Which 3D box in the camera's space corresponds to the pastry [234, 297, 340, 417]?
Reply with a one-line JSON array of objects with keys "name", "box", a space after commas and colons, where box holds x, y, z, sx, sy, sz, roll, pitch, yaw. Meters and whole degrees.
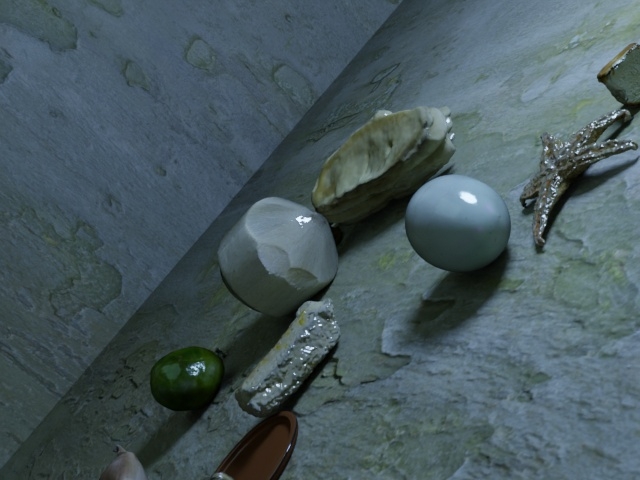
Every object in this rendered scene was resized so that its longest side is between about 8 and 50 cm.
[{"name": "pastry", "box": [-0.056, 0.213, 1.774, 0.258, 0.089, 0.121, -47, 21, -24]}]

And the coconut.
[{"name": "coconut", "box": [-0.083, 0.024, 2.107, 0.266, 0.237, 0.237, -37, 17, 32]}]

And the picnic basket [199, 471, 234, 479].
[{"name": "picnic basket", "box": [-0.158, 0.434, 1.437, 0.164, 0.115, 0.079, -55, 17, -25]}]

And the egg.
[{"name": "egg", "box": [0.213, -0.026, 1.512, 0.151, 0.151, 0.209, -50, 17, -8]}]

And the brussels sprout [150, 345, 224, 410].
[{"name": "brussels sprout", "box": [-0.300, 0.305, 2.171, 0.181, 0.144, 0.161, -35, 21, 48]}]

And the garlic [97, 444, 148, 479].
[{"name": "garlic", "box": [-0.411, 0.537, 1.960, 0.217, 0.110, 0.228, 3, 62, 58]}]

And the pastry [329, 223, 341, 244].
[{"name": "pastry", "box": [0.000, 0.000, 2.290, 0.109, 0.057, 0.097, -53, 16, -17]}]

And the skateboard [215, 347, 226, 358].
[{"name": "skateboard", "box": [-0.264, 0.297, 2.337, 0.083, 0.032, 0.063, -30, 32, 45]}]

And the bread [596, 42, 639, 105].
[{"name": "bread", "box": [0.479, -0.253, 1.510, 0.083, 0.077, 0.070, -46, 2, 10]}]

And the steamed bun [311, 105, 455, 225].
[{"name": "steamed bun", "box": [0.161, -0.183, 2.135, 0.428, 0.189, 0.247, -35, 48, 46]}]

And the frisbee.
[{"name": "frisbee", "box": [-0.124, 0.391, 1.656, 0.251, 0.021, 0.251, -45, 13, 14]}]

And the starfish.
[{"name": "starfish", "box": [0.376, -0.111, 1.474, 0.231, 0.048, 0.295, -37, 18, 38]}]
